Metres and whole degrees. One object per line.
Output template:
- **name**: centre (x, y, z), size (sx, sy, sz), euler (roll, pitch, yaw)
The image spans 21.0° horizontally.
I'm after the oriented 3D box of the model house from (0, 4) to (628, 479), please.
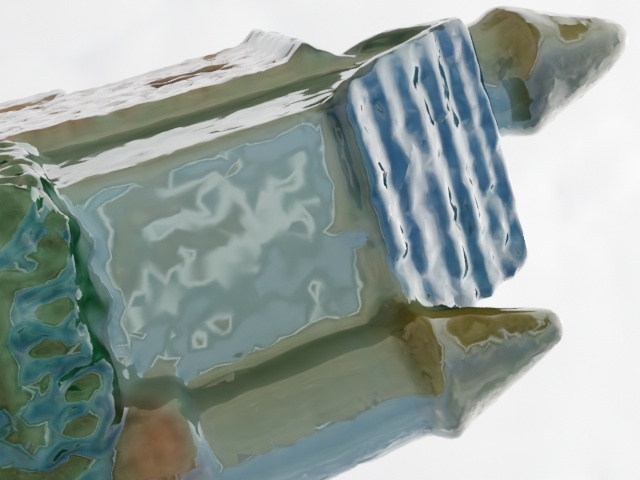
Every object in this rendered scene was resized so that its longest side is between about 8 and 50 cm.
- **model house**: centre (0.000, 0.000, 0.762), size (0.325, 0.194, 0.267), euler (-21, -167, -7)
